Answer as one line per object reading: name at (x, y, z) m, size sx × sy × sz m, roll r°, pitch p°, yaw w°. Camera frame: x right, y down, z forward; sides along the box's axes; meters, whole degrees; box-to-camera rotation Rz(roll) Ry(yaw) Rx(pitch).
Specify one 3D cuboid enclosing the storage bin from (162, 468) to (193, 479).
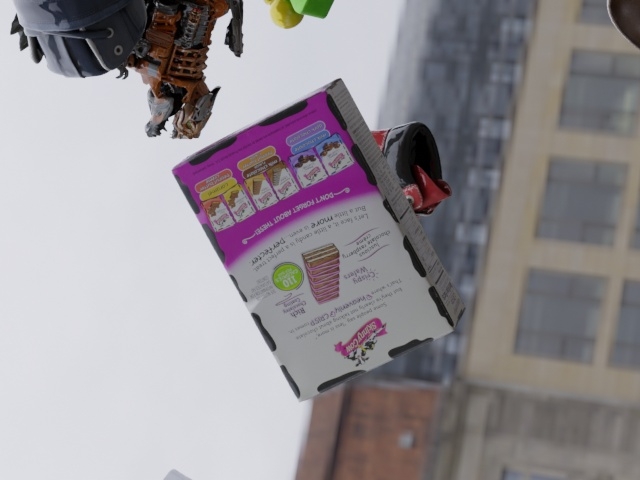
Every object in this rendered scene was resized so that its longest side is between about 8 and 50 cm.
storage bin at (-0.133, 0.305, 2.120) m, size 0.098 × 0.091 × 0.135 m, roll -54°, pitch 17°, yaw -9°

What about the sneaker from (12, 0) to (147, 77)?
sneaker at (-0.191, -0.159, 1.181) m, size 0.226 × 0.086 × 0.163 m, roll -43°, pitch -45°, yaw -44°

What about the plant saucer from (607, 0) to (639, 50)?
plant saucer at (0.461, -0.235, 2.002) m, size 0.310 × 0.310 × 0.050 m, roll 53°, pitch -128°, yaw -63°

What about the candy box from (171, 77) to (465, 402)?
candy box at (0.000, 0.000, 1.617) m, size 0.233 × 0.159 × 0.071 m, roll 62°, pitch -161°, yaw -7°

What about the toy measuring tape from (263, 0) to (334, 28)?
toy measuring tape at (0.014, -0.396, 2.148) m, size 0.330 × 0.121 × 0.121 m, roll -63°, pitch -14°, yaw 18°

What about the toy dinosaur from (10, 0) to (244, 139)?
toy dinosaur at (-0.184, -0.265, 1.915) m, size 0.164 × 0.218 × 0.322 m, roll 18°, pitch -108°, yaw -76°

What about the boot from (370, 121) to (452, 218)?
boot at (0.043, 0.007, 1.812) m, size 0.088 × 0.176 × 0.244 m, roll 13°, pitch -100°, yaw -50°
